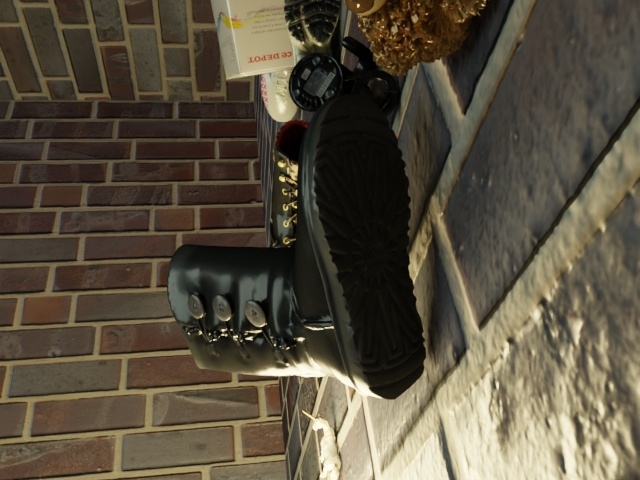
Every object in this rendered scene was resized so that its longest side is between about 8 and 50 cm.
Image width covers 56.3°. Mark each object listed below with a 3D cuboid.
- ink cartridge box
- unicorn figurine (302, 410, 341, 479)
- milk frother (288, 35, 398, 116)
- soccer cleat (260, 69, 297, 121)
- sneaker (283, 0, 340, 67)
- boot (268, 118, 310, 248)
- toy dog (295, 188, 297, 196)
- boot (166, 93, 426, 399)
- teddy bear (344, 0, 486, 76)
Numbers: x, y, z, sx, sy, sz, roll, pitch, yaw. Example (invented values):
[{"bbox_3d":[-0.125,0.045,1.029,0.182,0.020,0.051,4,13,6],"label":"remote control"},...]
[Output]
[{"bbox_3d":[-0.137,-0.531,1.400,0.197,0.198,0.269,-150,49,-68],"label":"ink cartridge box"},{"bbox_3d":[0.015,0.471,1.346,0.162,0.060,0.111,-127,33,-46],"label":"unicorn figurine"},{"bbox_3d":[0.051,-0.206,0.873,0.143,0.129,0.135,56,-161,15],"label":"milk frother"},{"bbox_3d":[-0.107,-0.482,1.672,0.143,0.116,0.330,-108,19,-60],"label":"soccer cleat"},{"bbox_3d":[-0.021,-0.403,1.209,0.122,0.110,0.282,-120,29,-77],"label":"sneaker"},{"bbox_3d":[-0.050,-0.073,1.386,0.377,0.138,0.284,-94,8,-46],"label":"boot"},{"bbox_3d":[0.000,0.000,0.988,0.333,0.161,0.220,98,166,-47],"label":"toy dog"},{"bbox_3d":[-0.074,0.021,0.860,0.445,0.146,0.366,-4,92,53],"label":"boot"},{"bbox_3d":[0.046,-0.333,0.569,0.245,0.113,0.337,3,96,38],"label":"teddy bear"}]
